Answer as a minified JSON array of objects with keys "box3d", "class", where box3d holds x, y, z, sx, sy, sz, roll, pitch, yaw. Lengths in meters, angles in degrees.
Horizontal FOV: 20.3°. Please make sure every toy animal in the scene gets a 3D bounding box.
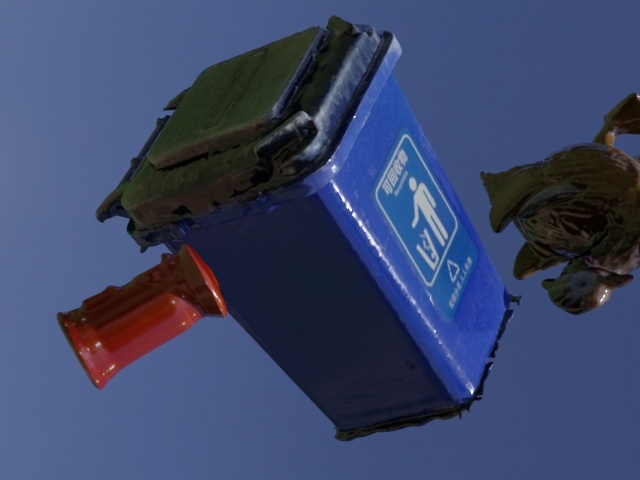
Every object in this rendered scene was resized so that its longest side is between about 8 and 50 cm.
[{"box3d":[0.170,-0.013,1.236,0.188,0.089,0.179,1,-138,41],"class":"toy animal"}]

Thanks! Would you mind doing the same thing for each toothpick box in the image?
[{"box3d":[-0.093,0.039,0.942,0.047,0.083,0.047,59,-6,9],"class":"toothpick box"}]

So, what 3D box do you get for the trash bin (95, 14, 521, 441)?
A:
[{"box3d":[0.000,0.000,1.117,0.184,0.234,0.162,-16,-148,36],"class":"trash bin"}]
